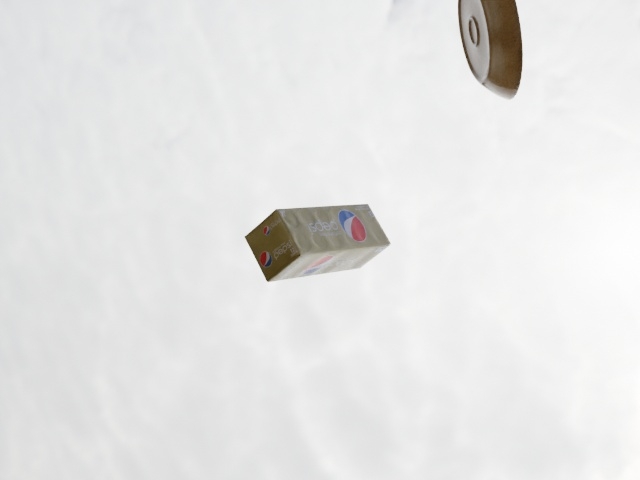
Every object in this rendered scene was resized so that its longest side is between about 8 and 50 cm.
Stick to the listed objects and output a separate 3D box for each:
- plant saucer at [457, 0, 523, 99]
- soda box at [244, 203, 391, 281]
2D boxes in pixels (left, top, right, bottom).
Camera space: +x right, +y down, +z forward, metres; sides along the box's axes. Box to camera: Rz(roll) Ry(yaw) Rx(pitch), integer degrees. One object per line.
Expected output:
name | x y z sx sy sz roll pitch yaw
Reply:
plant saucer | 0.093 -0.119 0.543 0.083 0.015 0.083 168 -90 -86
soda box | 0.000 0.000 1.103 0.058 0.181 0.061 -39 -109 31
